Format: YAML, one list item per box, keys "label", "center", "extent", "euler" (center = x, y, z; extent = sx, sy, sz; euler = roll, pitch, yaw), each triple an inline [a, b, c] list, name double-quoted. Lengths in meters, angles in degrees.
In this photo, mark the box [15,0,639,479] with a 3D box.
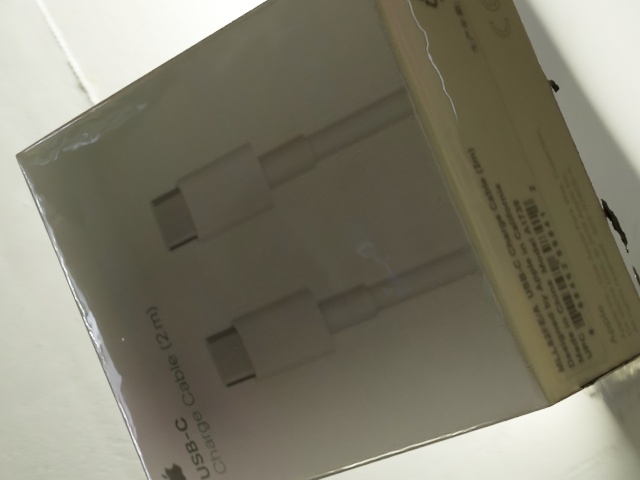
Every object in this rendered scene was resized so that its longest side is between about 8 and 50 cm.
- label: "box"
  center: [0.000, 0.000, 0.754]
  extent: [0.251, 0.106, 0.203]
  euler: [-24, -92, 42]
